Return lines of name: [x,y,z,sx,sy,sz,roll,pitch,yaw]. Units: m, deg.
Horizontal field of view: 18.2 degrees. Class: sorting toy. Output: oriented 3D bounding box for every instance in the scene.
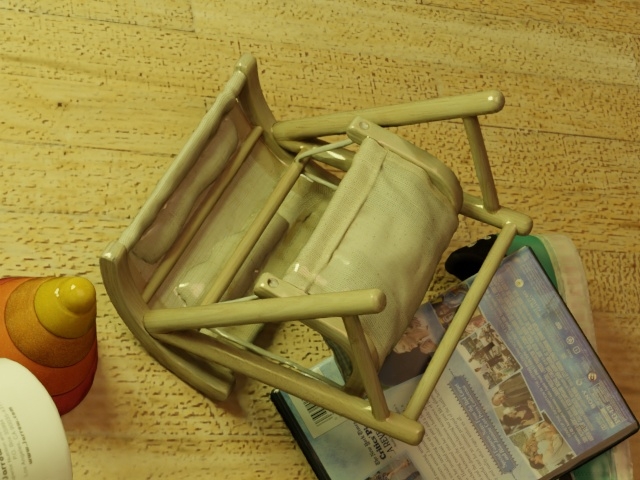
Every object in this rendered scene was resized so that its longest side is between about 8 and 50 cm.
sorting toy: [-0.309,0.036,1.445,0.365,0.126,0.127,13,60,-26]

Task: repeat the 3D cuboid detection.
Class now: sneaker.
sneaker: [0.178,0.136,1.710,0.121,0.108,0.302,-2,65,-21]

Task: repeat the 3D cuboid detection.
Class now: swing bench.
swing bench: [0.000,0.000,1.606,0.253,0.254,0.165,-58,145,-36]

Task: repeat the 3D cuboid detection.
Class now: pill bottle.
pill bottle: [-0.298,0.171,1.375,0.229,0.131,0.131,-16,75,-36]

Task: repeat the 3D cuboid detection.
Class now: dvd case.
dvd case: [0.111,0.140,1.637,0.253,0.022,0.180,-29,80,-11]
